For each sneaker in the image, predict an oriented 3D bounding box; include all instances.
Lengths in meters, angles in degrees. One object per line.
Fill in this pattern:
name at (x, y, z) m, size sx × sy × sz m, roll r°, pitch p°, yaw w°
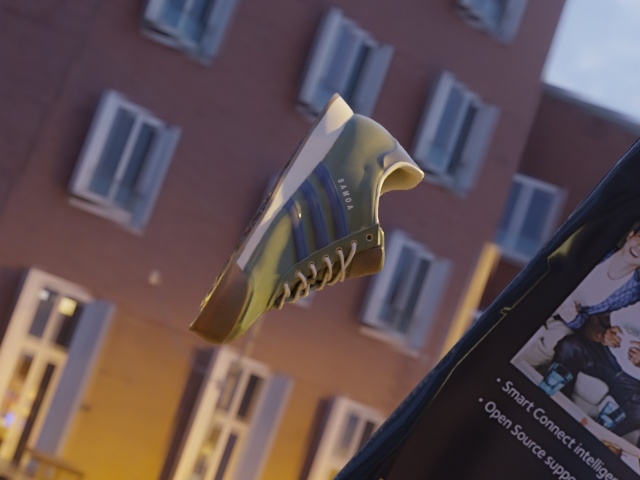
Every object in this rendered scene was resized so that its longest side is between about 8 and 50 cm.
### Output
sneaker at (0.000, 0.000, 1.151) m, size 0.086 × 0.192 × 0.064 m, roll 33°, pitch -30°, yaw -4°

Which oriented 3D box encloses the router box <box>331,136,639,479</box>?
router box at (0.110, 0.158, 0.363) m, size 0.309 × 0.243 × 0.081 m, roll 42°, pitch -2°, yaw 13°
